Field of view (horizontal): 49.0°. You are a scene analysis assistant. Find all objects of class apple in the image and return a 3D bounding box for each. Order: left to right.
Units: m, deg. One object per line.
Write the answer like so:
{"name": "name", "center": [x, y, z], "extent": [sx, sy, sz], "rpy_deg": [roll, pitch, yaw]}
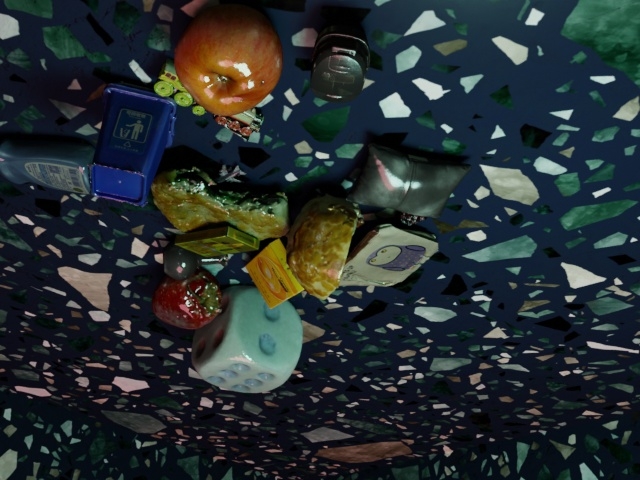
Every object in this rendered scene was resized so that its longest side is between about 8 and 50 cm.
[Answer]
{"name": "apple", "center": [-0.175, -0.337, 1.323], "extent": [0.209, 0.164, 0.209], "rpy_deg": [4, 144, 3]}

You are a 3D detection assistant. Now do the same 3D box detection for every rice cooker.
{"name": "rice cooker", "center": [0.036, -0.340, 1.344], "extent": [0.112, 0.106, 0.165], "rpy_deg": [9, 142, -5]}

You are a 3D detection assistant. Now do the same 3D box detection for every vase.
{"name": "vase", "center": [-0.352, 0.052, 1.987], "extent": [0.183, 0.120, 0.120], "rpy_deg": [-2, 148, -13]}

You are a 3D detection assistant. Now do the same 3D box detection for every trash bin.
{"name": "trash bin", "center": [-0.405, -0.198, 1.499], "extent": [0.162, 0.234, 0.184], "rpy_deg": [11, 145, -9]}

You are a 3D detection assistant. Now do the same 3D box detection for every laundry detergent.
{"name": "laundry detergent", "center": [-0.683, -0.188, 1.694], "extent": [0.290, 0.094, 0.143], "rpy_deg": [9, 152, 0]}

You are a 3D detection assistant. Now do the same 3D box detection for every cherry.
{"name": "cherry", "center": [-0.412, 0.176, 2.110], "extent": [0.250, 0.175, 0.192], "rpy_deg": [-21, 141, 29]}

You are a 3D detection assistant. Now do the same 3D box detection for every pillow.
{"name": "pillow", "center": [0.202, -0.131, 1.630], "extent": [0.250, 0.106, 0.186], "rpy_deg": [10, 139, -11]}

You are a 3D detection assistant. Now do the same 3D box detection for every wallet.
{"name": "wallet", "center": [0.158, 0.059, 1.906], "extent": [0.275, 0.068, 0.335], "rpy_deg": [2, 149, -33]}

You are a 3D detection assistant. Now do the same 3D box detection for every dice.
{"name": "dice", "center": [-0.232, 0.315, 2.217], "extent": [0.265, 0.262, 0.268], "rpy_deg": [26, 140, -29]}

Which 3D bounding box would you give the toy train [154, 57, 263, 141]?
{"name": "toy train", "center": [-0.231, -0.295, 1.494], "extent": [0.250, 0.053, 0.085], "rpy_deg": [25, 136, -28]}

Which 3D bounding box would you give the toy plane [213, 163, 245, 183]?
{"name": "toy plane", "center": [-0.225, -0.160, 1.714], "extent": [0.083, 0.031, 0.078], "rpy_deg": [-14, 142, 26]}

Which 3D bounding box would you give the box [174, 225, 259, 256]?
{"name": "box", "center": [-0.270, 0.005, 1.838], "extent": [0.193, 0.030, 0.121], "rpy_deg": [-7, 158, 36]}

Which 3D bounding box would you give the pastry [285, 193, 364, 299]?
{"name": "pastry", "center": [-0.003, 0.008, 1.726], "extent": [0.170, 0.256, 0.237], "rpy_deg": [24, -171, -1]}

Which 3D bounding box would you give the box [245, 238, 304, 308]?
{"name": "box", "center": [-0.127, 0.098, 1.935], "extent": [0.043, 0.152, 0.269], "rpy_deg": [-31, 177, -24]}

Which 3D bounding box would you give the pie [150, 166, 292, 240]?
{"name": "pie", "center": [-0.254, -0.078, 1.768], "extent": [0.371, 0.078, 0.296], "rpy_deg": [18, 153, -23]}

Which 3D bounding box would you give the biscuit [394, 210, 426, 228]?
{"name": "biscuit", "center": [0.233, -0.062, 1.798], "extent": [0.087, 0.027, 0.089], "rpy_deg": [-1, 145, 11]}
